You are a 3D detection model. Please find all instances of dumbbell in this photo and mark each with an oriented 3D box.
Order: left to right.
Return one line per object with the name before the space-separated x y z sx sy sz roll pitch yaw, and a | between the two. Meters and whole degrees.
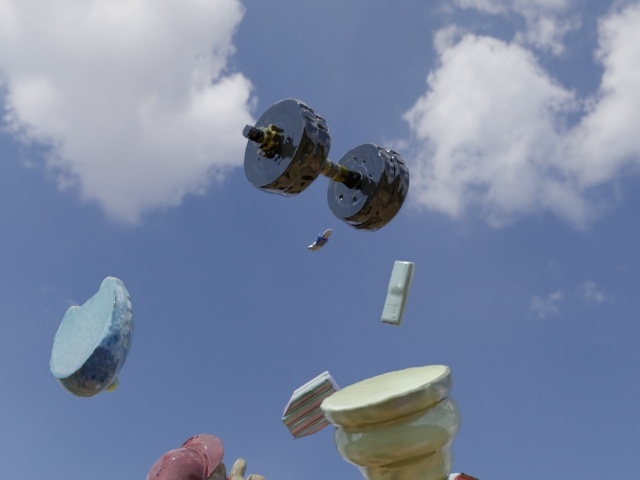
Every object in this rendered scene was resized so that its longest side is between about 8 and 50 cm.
dumbbell | 0.016 -0.140 1.282 0.388 0.185 0.185 20 -45 -36

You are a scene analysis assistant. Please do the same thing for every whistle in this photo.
whistle | 0.000 0.000 1.605 0.033 0.029 0.083 9 -45 -37

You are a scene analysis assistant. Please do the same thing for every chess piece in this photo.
chess piece | 0.101 0.269 0.674 0.144 0.144 0.251 -18 -94 23

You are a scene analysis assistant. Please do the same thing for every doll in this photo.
doll | -0.228 0.506 1.322 0.256 0.196 0.152 37 -50 -21

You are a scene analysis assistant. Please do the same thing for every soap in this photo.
soap | -0.019 0.385 1.522 0.149 0.056 0.100 -34 -82 3

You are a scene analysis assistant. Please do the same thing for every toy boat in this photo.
toy boat | -0.510 0.234 1.532 0.215 0.330 0.123 -38 -58 5

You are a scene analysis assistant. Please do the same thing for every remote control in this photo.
remote control | 0.191 0.130 1.644 0.061 0.162 0.029 2 -17 46

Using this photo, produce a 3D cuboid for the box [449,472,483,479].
box | 0.207 0.489 1.159 0.099 0.133 0.182 27 -35 -31
